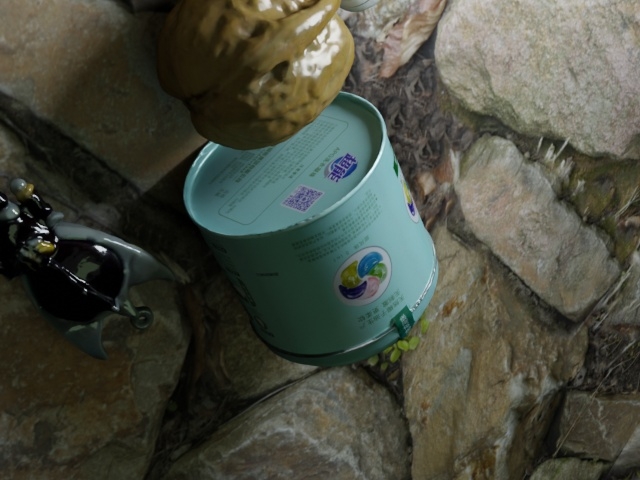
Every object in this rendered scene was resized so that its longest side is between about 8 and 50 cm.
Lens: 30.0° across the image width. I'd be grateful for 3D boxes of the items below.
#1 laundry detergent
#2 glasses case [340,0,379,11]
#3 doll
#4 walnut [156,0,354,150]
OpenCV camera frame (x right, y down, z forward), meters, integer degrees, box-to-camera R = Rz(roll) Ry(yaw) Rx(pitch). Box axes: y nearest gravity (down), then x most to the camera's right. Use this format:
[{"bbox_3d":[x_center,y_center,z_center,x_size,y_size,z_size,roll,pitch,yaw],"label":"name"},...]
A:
[{"bbox_3d":[0.000,0.000,1.639,0.287,0.287,0.305,-41,131,-17],"label":"laundry detergent"},{"bbox_3d":[0.099,-0.414,1.650,0.233,0.092,0.059,-51,136,-5],"label":"glasses case"},{"bbox_3d":[-0.335,0.032,1.503,0.316,0.103,0.146,38,70,-36],"label":"doll"},{"bbox_3d":[-0.074,-0.242,1.505,0.257,0.257,0.224,-42,100,-16],"label":"walnut"}]
